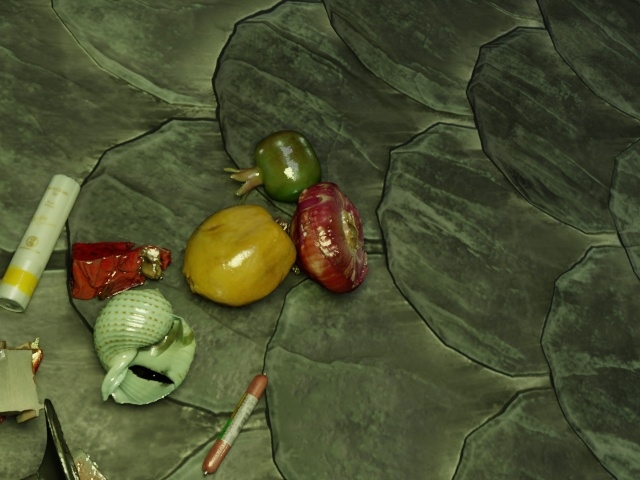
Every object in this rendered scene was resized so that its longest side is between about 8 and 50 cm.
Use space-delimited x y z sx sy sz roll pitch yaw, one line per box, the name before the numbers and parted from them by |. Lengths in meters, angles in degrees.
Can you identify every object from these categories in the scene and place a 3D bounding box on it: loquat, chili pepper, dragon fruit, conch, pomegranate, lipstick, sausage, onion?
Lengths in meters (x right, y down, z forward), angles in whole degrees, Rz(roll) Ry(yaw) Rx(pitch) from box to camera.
loquat | -0.149 0.028 1.453 0.234 0.176 0.187 -37 75 -27
chili pepper | -0.512 0.243 1.289 0.045 0.027 0.178 21 60 -8
dragon fruit | -0.370 0.053 1.430 0.192 0.122 0.092 -10 110 -30
conch | -0.321 0.180 1.341 0.172 0.131 0.200 36 84 -34
pomegranate | -0.097 -0.140 1.596 0.191 0.131 0.152 -25 82 -7
lipstick | -0.508 0.000 1.388 0.059 0.059 0.264 22 59 -12
sausage | -0.152 0.330 1.396 0.029 0.029 0.223 35 58 -4
onion | 0.000 0.000 1.544 0.230 0.163 0.230 40 43 -51

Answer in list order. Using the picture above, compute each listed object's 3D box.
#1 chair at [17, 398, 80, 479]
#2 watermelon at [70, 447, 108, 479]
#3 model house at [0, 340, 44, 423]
chair | -0.536 0.396 1.058 0.401 0.226 0.226 -20 75 -18
watermelon | -0.361 0.447 1.233 0.154 0.094 0.241 -23 75 -20
model house | -0.627 0.227 1.153 0.326 0.244 0.169 10 59 -57
